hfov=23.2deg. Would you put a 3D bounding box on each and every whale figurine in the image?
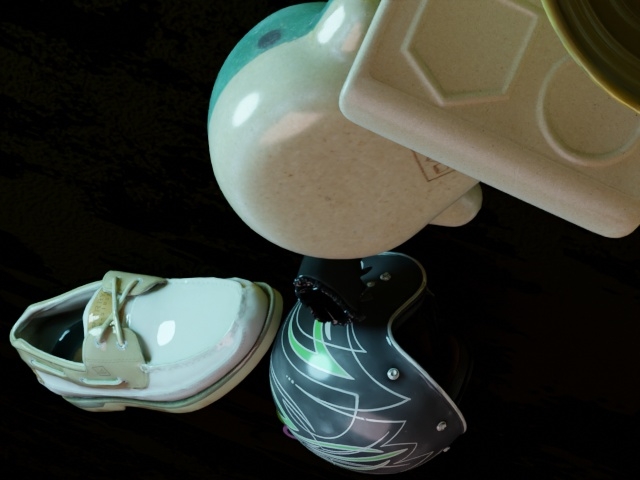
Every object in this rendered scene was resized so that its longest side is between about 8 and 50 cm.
[{"bbox_3d":[0.058,-0.101,1.021,0.272,0.141,0.216,-22,134,11],"label":"whale figurine"}]

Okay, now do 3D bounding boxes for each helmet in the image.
[{"bbox_3d":[0.041,0.108,1.261,0.169,0.161,0.169,12,145,8],"label":"helmet"}]

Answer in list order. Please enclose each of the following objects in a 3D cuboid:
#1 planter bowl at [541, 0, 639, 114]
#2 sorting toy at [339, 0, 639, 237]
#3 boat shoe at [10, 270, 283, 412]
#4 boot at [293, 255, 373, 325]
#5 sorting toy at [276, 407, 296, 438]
[{"bbox_3d":[0.210,-0.161,0.832,0.217,0.217,0.090,21,-178,-4],"label":"planter bowl"},{"bbox_3d":[0.135,-0.130,0.901,0.193,0.208,0.038,24,-174,-8],"label":"sorting toy"},{"bbox_3d":[-0.163,0.086,1.368,0.103,0.113,0.302,35,144,-32],"label":"boat shoe"},{"bbox_3d":[-0.001,0.000,1.185,0.045,0.099,0.121,-14,135,36],"label":"boot"},{"bbox_3d":[0.002,0.186,1.495,0.102,0.042,0.061,17,146,2],"label":"sorting toy"}]
